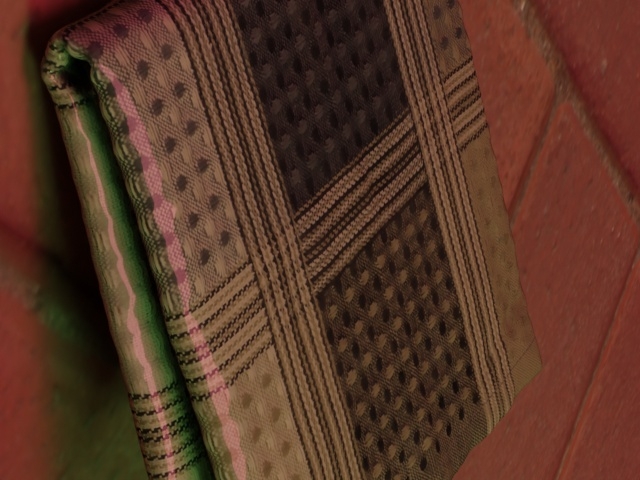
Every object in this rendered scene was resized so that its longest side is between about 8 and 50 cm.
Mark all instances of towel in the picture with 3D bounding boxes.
[{"bbox_3d":[0.000,0.000,0.940,0.312,0.056,0.324,-44,124,-51],"label":"towel"}]
